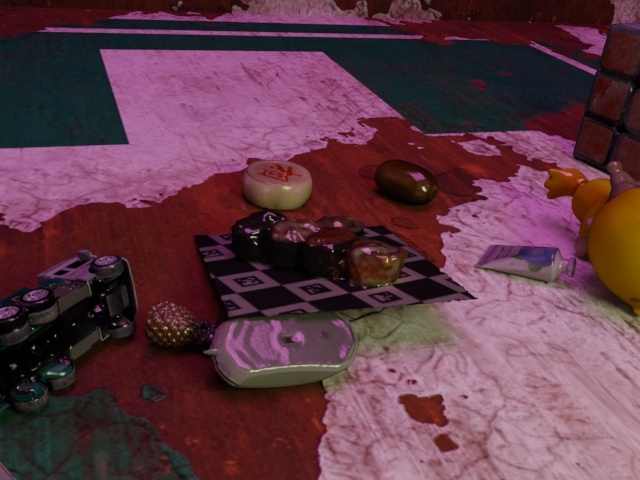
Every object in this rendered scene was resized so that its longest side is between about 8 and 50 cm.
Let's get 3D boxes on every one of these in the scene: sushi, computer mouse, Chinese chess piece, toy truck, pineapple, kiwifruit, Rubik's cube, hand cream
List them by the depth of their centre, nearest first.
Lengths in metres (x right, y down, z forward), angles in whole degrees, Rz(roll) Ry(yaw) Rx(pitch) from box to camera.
[{"bbox_3d":[-0.311,0.089,0.778,0.116,0.110,0.216,8,27,25],"label":"toy truck"},{"bbox_3d":[-0.047,0.128,0.803,0.182,0.056,0.089,-3,48,-22],"label":"computer mouse"},{"bbox_3d":[-0.143,0.108,0.828,0.124,0.058,0.058,11,29,5],"label":"pineapple"},{"bbox_3d":[0.000,0.000,0.965,0.320,0.068,0.339,-3,18,-15],"label":"sushi"},{"bbox_3d":[0.319,0.031,1.077,0.142,0.053,0.084,11,28,28],"label":"hand cream"},{"bbox_3d":[-0.075,-0.098,1.213,0.122,0.051,0.122,5,29,-3],"label":"Chinese chess piece"},{"bbox_3d":[0.153,-0.106,1.257,0.124,0.075,0.075,24,33,35],"label":"kiwifruit"},{"bbox_3d":[0.768,-0.277,1.453,0.301,0.305,0.304,-13,36,-30],"label":"Rubik's cube"}]

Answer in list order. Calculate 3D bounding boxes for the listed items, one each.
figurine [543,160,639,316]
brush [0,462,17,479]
[{"bbox_3d":[0.477,-0.018,1.074,0.215,0.187,0.343,13,21,-15],"label":"figurine"},{"bbox_3d":[-0.304,0.217,0.633,0.336,0.020,0.085,29,36,34],"label":"brush"}]
